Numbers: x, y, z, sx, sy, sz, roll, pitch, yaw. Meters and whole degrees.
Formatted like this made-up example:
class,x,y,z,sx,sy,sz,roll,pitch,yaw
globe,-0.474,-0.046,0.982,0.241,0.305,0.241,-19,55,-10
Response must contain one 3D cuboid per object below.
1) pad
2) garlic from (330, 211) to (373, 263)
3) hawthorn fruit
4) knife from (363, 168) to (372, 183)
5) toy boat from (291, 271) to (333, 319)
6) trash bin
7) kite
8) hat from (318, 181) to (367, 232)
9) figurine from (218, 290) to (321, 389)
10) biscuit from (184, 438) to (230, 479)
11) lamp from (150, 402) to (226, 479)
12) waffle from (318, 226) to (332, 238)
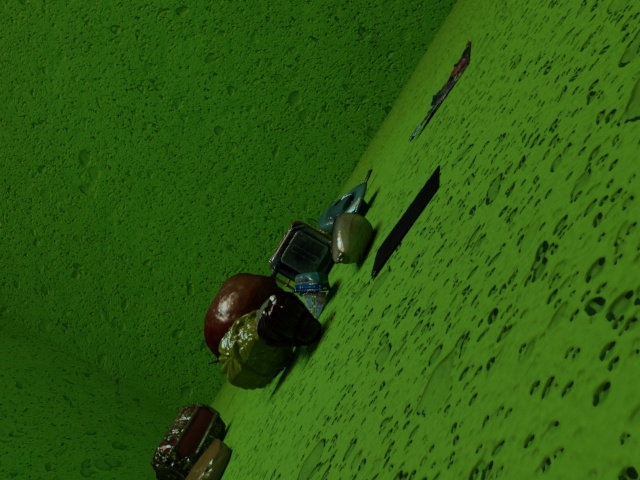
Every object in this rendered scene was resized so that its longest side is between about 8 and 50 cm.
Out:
class,x,y,z,sx,sy,sz,roll,pitch,yaw
pad,0.136,-0.030,0.963,0.193,0.004,0.116,-58,4,26
garlic,0.063,-0.006,1.240,0.195,0.087,0.101,-102,29,-80
hawthorn fruit,-0.179,0.216,1.570,0.258,0.258,0.261,125,147,-53
knife,0.123,-0.133,1.940,0.222,0.021,0.045,-64,3,-12
toy boat,-0.012,0.125,1.343,0.175,0.091,0.110,149,118,-77
trash bin,-0.050,0.064,1.754,0.184,0.161,0.238,-59,-4,-7
kite,0.309,-0.386,1.438,0.321,0.016,0.234,-60,3,-11
hat,0.083,-0.080,1.673,0.191,0.078,0.138,-33,28,38
figurine,-0.109,0.189,1.256,0.187,0.168,0.315,-31,-13,-27
biscuit,-0.340,0.664,1.475,0.385,0.062,0.365,-56,5,48
lamp,-0.400,0.627,1.830,0.177,0.177,0.274,-58,3,28
waffle,0.000,0.000,2.242,0.302,0.068,0.325,-61,2,-31
